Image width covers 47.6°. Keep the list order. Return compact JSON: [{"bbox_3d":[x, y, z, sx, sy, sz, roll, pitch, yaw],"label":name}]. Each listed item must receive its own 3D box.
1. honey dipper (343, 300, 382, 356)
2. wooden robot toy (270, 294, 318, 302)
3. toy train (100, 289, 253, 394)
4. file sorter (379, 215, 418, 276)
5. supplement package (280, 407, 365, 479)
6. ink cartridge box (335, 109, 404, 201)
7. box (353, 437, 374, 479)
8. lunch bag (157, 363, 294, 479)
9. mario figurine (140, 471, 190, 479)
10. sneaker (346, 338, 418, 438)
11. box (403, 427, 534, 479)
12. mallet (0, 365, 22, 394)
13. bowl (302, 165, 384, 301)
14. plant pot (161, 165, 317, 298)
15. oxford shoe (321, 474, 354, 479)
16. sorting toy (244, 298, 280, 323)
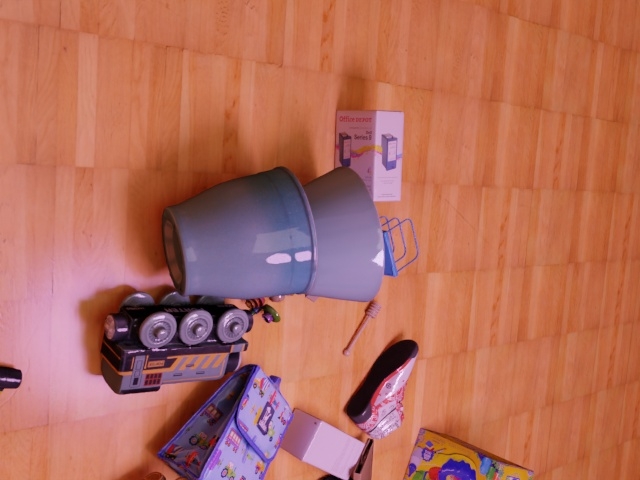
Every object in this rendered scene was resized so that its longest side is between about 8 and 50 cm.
[{"bbox_3d":[0.108,0.232,1.882,0.030,0.030,0.160,43,72,-36],"label":"honey dipper"},{"bbox_3d":[-0.087,0.110,1.694,0.173,0.076,0.079,23,118,-40],"label":"wooden robot toy"},{"bbox_3d":[-0.292,0.209,1.490,0.334,0.142,0.190,3,109,-43],"label":"toy train"},{"bbox_3d":[0.140,0.005,1.780,0.104,0.170,0.118,-31,116,-36],"label":"file sorter"},{"bbox_3d":[0.003,0.504,1.792,0.179,0.105,0.105,38,74,-38],"label":"supplement package"},{"bbox_3d":[0.113,-0.205,1.729,0.093,0.154,0.212,-3,101,-37],"label":"ink cartridge box"},{"bbox_3d":[0.107,0.639,1.868,0.164,0.021,0.201,-45,140,-67],"label":"box"},{"bbox_3d":[-0.178,0.422,1.607,0.293,0.138,0.221,-55,138,-25],"label":"lunch bag"},{"bbox_3d":[-0.311,0.653,1.500,0.170,0.198,0.320,-20,116,-30],"label":"mario figurine"},{"bbox_3d":[0.191,0.402,1.942,0.270,0.090,0.145,-50,126,-18],"label":"sneaker"},{"bbox_3d":[0.393,0.716,2.030,0.177,0.290,0.279,25,81,-39],"label":"box"},{"bbox_3d":[-0.592,0.319,1.323,0.062,0.039,0.189,8,97,-42],"label":"mallet"},{"bbox_3d":[0.000,0.000,1.602,0.163,0.311,0.311,-11,105,-22],"label":"bowl"},{"bbox_3d":[-0.178,-0.001,1.472,0.255,0.272,0.271,-10,104,-23],"label":"plant pot"},{"bbox_3d":[0.010,0.669,1.858,0.227,0.083,0.096,-9,135,-47],"label":"oxford shoe"},{"bbox_3d":[-0.139,0.157,1.646,0.042,0.061,0.102,-42,98,-26],"label":"sorting toy"}]
